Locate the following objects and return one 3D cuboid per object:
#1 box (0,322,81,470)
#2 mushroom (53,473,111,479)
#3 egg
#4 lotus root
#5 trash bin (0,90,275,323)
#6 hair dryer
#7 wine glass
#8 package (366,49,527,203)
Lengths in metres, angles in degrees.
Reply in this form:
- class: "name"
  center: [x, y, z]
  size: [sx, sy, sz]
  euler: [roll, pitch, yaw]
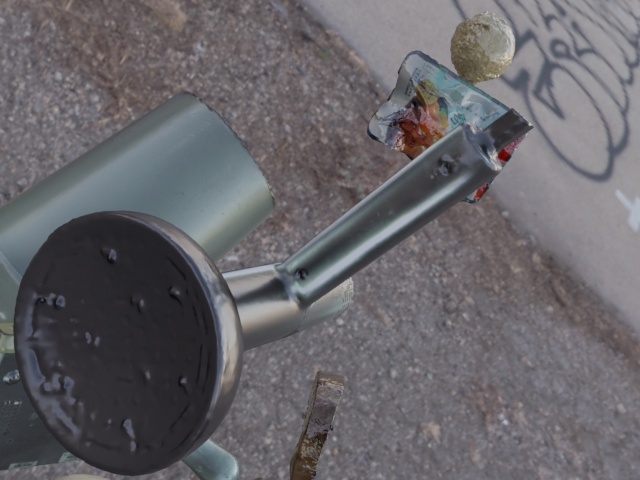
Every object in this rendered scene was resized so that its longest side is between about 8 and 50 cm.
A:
- class: "box"
  center: [-0.274, 0.182, 0.859]
  size: [0.270, 0.211, 0.045]
  euler: [10, 27, -48]
- class: "mushroom"
  center: [-0.423, 0.479, 1.080]
  size: [0.336, 0.314, 0.314]
  euler: [22, 43, -27]
- class: "egg"
  center: [0.279, -0.334, 1.301]
  size: [0.116, 0.118, 0.140]
  euler: [45, 11, 0]
- class: "lotus root"
  center: [-0.004, 0.405, 1.682]
  size: [0.074, 0.170, 0.260]
  euler: [20, 43, 1]
- class: "trash bin"
  center: [-0.308, -0.008, 1.141]
  size: [0.432, 0.280, 0.280]
  euler: [-40, 87, -16]
- class: "hair dryer"
  center: [-0.017, -0.010, 0.534]
  size: [0.156, 0.284, 0.320]
  euler: [43, 28, 17]
- class: "wine glass"
  center: [-0.261, 0.566, 1.874]
  size: [0.231, 0.103, 0.103]
  euler: [44, 36, -10]
- class: "package"
  center: [0.198, -0.180, 1.191]
  size: [0.232, 0.166, 0.040]
  euler: [35, 15, -2]
